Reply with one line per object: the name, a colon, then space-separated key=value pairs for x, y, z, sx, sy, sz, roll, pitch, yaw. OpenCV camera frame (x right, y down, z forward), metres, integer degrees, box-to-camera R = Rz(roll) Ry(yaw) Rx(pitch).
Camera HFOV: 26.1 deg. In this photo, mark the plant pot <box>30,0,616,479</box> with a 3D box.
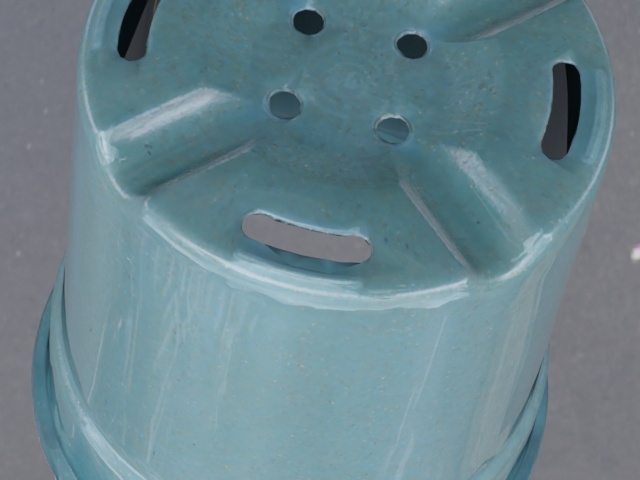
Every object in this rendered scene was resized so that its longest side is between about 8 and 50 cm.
plant pot: x=0.000 y=0.000 z=0.773 sx=0.341 sy=0.341 sz=0.334 roll=10 pitch=149 yaw=-2
